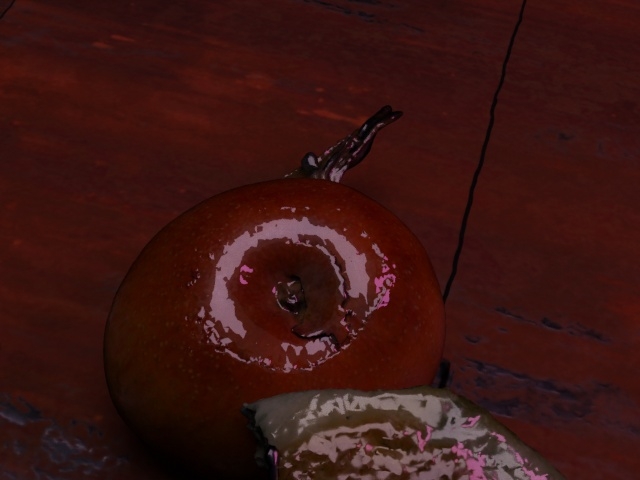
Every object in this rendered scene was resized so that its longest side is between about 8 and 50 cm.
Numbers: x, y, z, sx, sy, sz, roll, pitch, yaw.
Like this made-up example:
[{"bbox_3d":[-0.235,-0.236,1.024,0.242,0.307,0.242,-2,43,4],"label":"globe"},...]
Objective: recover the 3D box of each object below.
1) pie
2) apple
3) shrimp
[{"bbox_3d":[0.034,0.225,0.650,0.302,0.067,0.303,1,75,-3],"label":"pie"},{"bbox_3d":[-0.029,0.058,0.789,0.235,0.173,0.210,-39,81,-24],"label":"apple"},{"bbox_3d":[-0.004,-0.004,0.951,0.262,0.066,0.117,-41,82,-22],"label":"shrimp"}]
